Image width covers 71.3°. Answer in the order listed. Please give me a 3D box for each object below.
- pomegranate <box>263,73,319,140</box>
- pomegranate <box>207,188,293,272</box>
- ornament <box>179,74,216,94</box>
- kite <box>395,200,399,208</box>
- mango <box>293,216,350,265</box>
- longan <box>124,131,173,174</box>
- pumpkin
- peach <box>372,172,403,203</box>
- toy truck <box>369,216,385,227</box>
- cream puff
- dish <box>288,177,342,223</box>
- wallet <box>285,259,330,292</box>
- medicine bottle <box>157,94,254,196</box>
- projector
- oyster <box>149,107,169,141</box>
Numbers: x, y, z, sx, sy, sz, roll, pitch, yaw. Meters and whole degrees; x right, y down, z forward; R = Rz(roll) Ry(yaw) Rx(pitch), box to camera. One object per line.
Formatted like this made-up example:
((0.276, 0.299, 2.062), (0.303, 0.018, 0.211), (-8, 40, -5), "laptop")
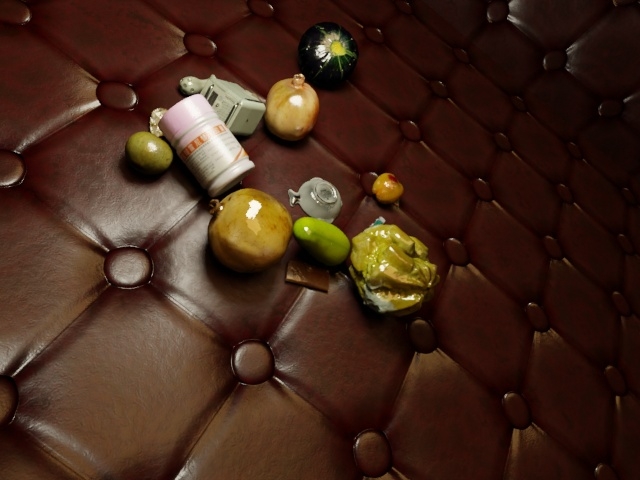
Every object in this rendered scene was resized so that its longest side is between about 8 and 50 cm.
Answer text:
((-0.116, -0.563, 1.870), (0.228, 0.270, 0.252), (16, 49, -9), "pomegranate")
((-0.232, -0.032, 1.515), (0.307, 0.307, 0.308), (13, 58, -21), "pomegranate")
((-0.505, -0.638, 1.835), (0.156, 0.081, 0.075), (-24, 113, -36), "ornament")
((0.334, -0.199, 2.064), (0.090, 0.004, 0.122), (-34, 82, -37), "kite")
((0.000, 0.000, 1.648), (0.293, 0.143, 0.175), (29, 20, -50), "mango")
((-0.591, -0.310, 1.555), (0.155, 0.145, 0.176), (53, 51, -28), "longan")
((0.020, -0.893, 2.172), (0.295, 0.296, 0.296), (13, 58, -21), "pumpkin")
((0.296, -0.227, 1.987), (0.138, 0.138, 0.138), (13, 58, -21), "peach")
((0.247, -0.068, 1.921), (0.039, 0.044, 0.083), (45, 53, -2), "toy truck")
((0.298, 0.109, 1.671), (0.378, 0.275, 0.379), (15, 66, -39), "cream puff")
((-0.003, -0.182, 1.833), (0.245, 0.078, 0.224), (2, 64, -26), "dish")
((-0.046, 0.131, 1.666), (0.176, 0.026, 0.095), (18, 54, -19), "wallet")
((-0.406, -0.334, 1.598), (0.316, 0.202, 0.202), (53, 52, -6), "medicine bottle")
((-0.346, -0.518, 1.752), (0.177, 0.163, 0.242), (40, 22, 9), "projector")
((-0.587, -0.429, 1.683), (0.105, 0.056, 0.177), (1, 62, -20), "oyster")
